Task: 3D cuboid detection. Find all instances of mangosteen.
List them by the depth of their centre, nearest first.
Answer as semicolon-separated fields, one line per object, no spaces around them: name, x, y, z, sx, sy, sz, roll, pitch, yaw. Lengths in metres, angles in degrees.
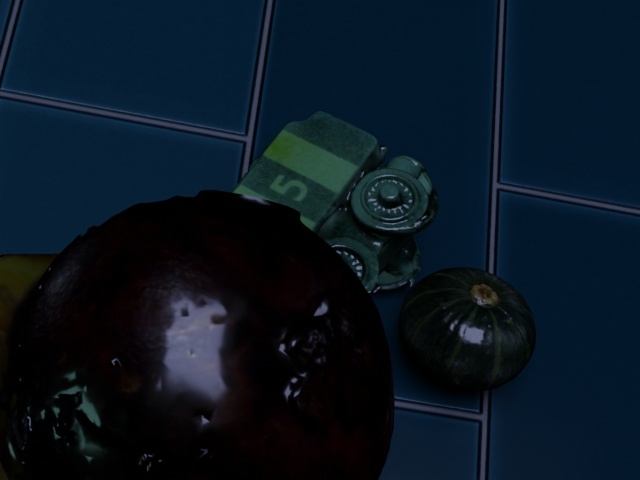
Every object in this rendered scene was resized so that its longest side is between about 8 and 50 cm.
mangosteen;-0.133;0.123;1.274;0.421;0.381;0.381;21;55;36

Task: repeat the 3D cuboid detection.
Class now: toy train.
toy train;0.000;0.000;1.610;0.238;0.167;0.299;28;59;15

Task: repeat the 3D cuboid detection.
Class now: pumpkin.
pumpkin;0.176;0.107;1.599;0.167;0.125;0.167;24;31;-16

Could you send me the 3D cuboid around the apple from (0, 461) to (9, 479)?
apple;-0.315;0.288;1.406;0.126;0.126;0.102;-23;31;-22
